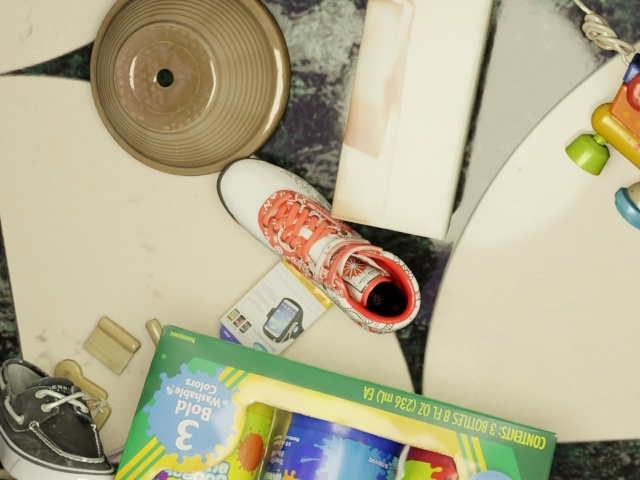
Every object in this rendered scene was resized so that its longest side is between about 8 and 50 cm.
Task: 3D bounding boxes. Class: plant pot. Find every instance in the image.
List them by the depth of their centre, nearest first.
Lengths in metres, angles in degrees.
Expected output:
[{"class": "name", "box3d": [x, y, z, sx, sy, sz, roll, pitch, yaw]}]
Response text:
[{"class": "plant pot", "box3d": [-0.159, -0.187, 1.279, 0.237, 0.110, 0.238, 2, 99, 10]}]

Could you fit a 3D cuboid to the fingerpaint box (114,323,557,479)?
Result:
[{"class": "fingerpaint box", "box3d": [-0.009, 0.333, 1.227, 0.444, 0.163, 0.371, 16, 76, 4]}]

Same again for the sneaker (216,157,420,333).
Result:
[{"class": "sneaker", "box3d": [0.001, 0.000, 1.249, 0.270, 0.145, 0.090, 43, 83, -4]}]

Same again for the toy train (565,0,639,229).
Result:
[{"class": "toy train", "box3d": [0.314, -0.133, 1.209, 0.248, 0.105, 0.143, 41, 118, 2]}]

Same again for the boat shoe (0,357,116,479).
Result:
[{"class": "boat shoe", "box3d": [-0.314, 0.210, 1.316, 0.108, 0.301, 0.102, 13, 94, -32]}]

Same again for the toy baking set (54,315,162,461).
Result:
[{"class": "toy baking set", "box3d": [-0.230, 0.221, 1.409, 0.196, 0.030, 0.256, -31, 89, 19]}]

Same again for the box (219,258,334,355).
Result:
[{"class": "box", "box3d": [-0.056, 0.087, 1.351, 0.136, 0.028, 0.081, -43, 90, 17]}]

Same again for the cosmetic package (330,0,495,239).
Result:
[{"class": "cosmetic package", "box3d": [0.104, -0.165, 1.211, 0.129, 0.153, 0.296, 12, 101, 8]}]

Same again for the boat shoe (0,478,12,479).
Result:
[{"class": "boat shoe", "box3d": [-0.455, 0.302, 1.426, 0.339, 0.127, 0.113, 16, 73, 15]}]
